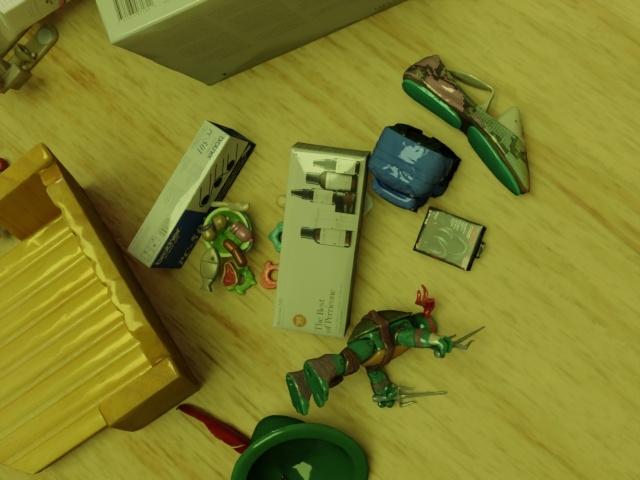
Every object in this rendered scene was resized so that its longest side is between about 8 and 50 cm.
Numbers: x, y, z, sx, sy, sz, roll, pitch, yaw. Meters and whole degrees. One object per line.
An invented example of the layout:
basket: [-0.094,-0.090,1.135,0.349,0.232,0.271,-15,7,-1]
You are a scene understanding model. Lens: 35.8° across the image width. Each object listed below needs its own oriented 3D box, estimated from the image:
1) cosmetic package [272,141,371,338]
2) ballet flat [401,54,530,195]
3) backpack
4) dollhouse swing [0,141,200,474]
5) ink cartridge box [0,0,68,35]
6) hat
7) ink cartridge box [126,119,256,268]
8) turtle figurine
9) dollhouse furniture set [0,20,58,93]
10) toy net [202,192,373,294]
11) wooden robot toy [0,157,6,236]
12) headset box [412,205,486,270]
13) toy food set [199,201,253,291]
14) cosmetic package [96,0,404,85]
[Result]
cosmetic package: [0.000,0.000,1.271,0.099,0.060,0.239,8,104,9]
ballet flat: [0.200,-0.156,1.250,0.079,0.077,0.221,-42,76,-8]
backpack: [0.114,-0.090,1.243,0.098,0.120,0.101,25,95,16]
dollhouse swing: [-0.383,0.122,1.316,0.305,0.315,0.347,-30,80,-6]
ink cartridge box: [-0.389,-0.396,1.402,0.198,0.067,0.115,-38,78,-14]
hat: [-0.054,0.259,1.334,0.208,0.183,0.173,29,108,-26]
ink cartridge box: [-0.173,-0.059,1.344,0.046,0.097,0.207,35,99,16]
turtle figurine: [0.079,0.146,1.239,0.234,0.175,0.118,-17,60,-23]
dollhouse furniture set: [-0.456,-0.298,1.413,0.123,0.151,0.144,-43,79,11]
toy net: [-0.039,-0.007,1.327,0.232,0.045,0.122,-17,83,16]
wooden robot toy: [-0.507,-0.076,1.478,0.079,0.076,0.173,-30,78,50]
headset box: [0.169,-0.001,1.269,0.083,0.032,0.062,23,95,18]
toy food set: [-0.126,0.010,1.320,0.078,0.019,0.122,3,91,18]
cosmetic package: [-0.044,-0.322,1.215,0.377,0.284,0.097,-20,81,15]
